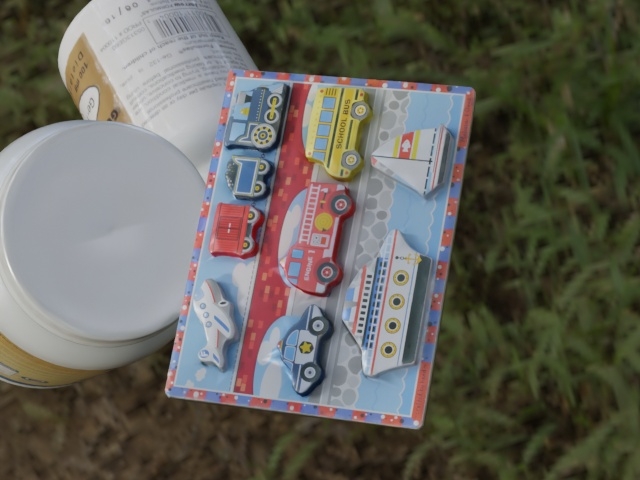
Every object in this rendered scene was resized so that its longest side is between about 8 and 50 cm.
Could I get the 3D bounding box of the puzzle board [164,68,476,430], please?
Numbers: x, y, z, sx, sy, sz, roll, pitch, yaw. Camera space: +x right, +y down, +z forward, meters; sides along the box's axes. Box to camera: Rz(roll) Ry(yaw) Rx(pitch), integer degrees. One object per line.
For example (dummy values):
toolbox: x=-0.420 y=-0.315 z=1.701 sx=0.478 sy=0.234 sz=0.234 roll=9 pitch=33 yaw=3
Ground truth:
puzzle board: x=0.000 y=0.000 z=0.664 sx=0.096 sy=0.011 sz=0.128 roll=5 pitch=75 yaw=18

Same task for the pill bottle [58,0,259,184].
pill bottle: x=-0.090 y=-0.072 z=1.320 sx=0.131 sy=0.131 sz=0.229 roll=-27 pitch=59 yaw=-6

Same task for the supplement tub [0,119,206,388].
supplement tub: x=-0.147 y=0.010 z=1.085 sx=0.144 sy=0.144 sz=0.199 roll=-43 pitch=7 yaw=-21
